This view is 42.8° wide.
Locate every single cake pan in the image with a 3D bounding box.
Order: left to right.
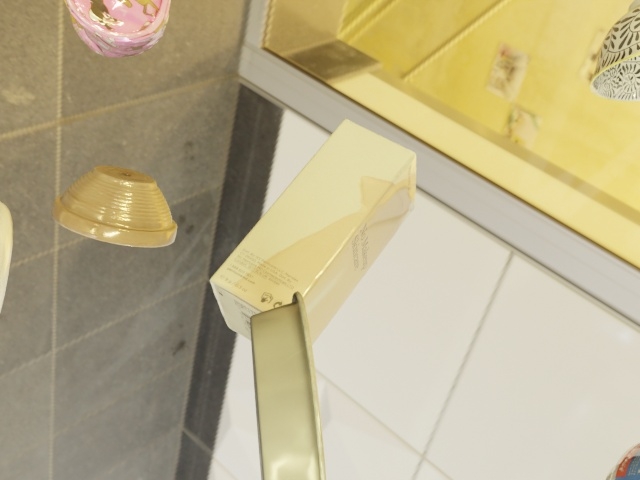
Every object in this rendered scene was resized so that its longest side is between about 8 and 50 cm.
[{"bbox_3d":[-0.035,0.198,0.812,0.054,0.293,0.293,-4,138,-6],"label":"cake pan"}]

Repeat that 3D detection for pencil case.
[{"bbox_3d":[-0.341,-0.393,1.359,0.160,0.386,0.167,-9,99,-13],"label":"pencil case"}]

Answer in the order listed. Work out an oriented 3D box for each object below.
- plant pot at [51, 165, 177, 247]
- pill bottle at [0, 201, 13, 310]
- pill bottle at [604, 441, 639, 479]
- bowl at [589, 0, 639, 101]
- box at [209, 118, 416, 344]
[{"bbox_3d":[-0.385,-0.076,1.569,0.237,0.237,0.110,-2,112,-58],"label":"plant pot"},{"bbox_3d":[-0.576,0.015,1.050,0.323,0.181,0.181,9,118,-27],"label":"pill bottle"},{"bbox_3d":[0.379,0.265,0.853,0.124,0.124,0.221,-46,169,-17],"label":"pill bottle"},{"bbox_3d":[0.359,-0.208,0.833,0.170,0.170,0.080,14,70,-62],"label":"bowl"},{"bbox_3d":[0.000,0.000,1.117,0.311,0.121,0.148,-52,157,-22],"label":"box"}]
